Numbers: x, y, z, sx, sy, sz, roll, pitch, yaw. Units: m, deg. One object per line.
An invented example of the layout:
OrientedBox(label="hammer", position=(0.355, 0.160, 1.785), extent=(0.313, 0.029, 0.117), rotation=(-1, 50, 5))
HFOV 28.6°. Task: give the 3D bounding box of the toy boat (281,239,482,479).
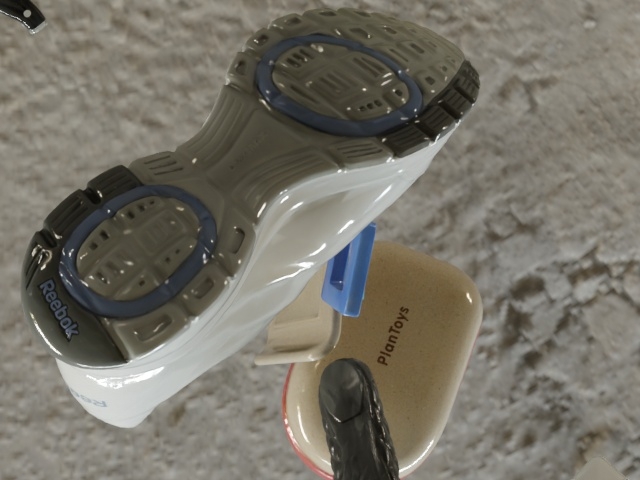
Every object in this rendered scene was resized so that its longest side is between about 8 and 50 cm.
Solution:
OrientedBox(label="toy boat", position=(0.053, 0.124, 1.184), extent=(0.151, 0.231, 0.151), rotation=(22, 155, 5))

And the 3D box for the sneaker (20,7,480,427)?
OrientedBox(label="sneaker", position=(-0.032, -0.019, 0.663), extent=(0.297, 0.111, 0.129), rotation=(-37, 158, -27))

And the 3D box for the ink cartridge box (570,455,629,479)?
OrientedBox(label="ink cartridge box", position=(0.213, 0.329, 0.788), extent=(0.223, 0.307, 0.129), rotation=(-42, 164, -25))

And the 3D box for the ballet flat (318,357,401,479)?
OrientedBox(label="ballet flat", position=(0.034, 0.160, 0.835), extent=(0.057, 0.173, 0.049), rotation=(-18, 155, 25))

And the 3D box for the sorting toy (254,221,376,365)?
OrientedBox(label="sorting toy", position=(0.000, 0.000, 0.966), extent=(0.047, 0.348, 0.196), rotation=(9, 81, -16))

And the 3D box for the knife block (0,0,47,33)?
OrientedBox(label="knife block", position=(-0.328, -0.208, 0.873), extent=(0.242, 0.276, 0.088), rotation=(34, 96, 4))
